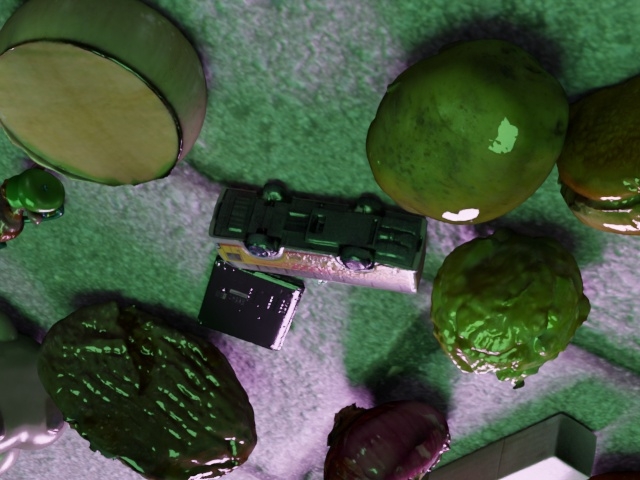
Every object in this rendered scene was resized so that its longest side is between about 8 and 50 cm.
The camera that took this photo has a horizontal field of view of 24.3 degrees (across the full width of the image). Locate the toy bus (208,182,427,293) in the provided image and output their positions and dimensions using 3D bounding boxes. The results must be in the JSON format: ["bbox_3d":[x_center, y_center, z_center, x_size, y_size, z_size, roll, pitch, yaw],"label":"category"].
[{"bbox_3d":[0.000,0.000,1.858,0.268,0.092,0.106,8,152,12],"label":"toy bus"}]

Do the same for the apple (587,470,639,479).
[{"bbox_3d":[0.466,0.453,2.145,0.272,0.206,0.251,34,137,-19],"label":"apple"}]

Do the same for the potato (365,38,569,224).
[{"bbox_3d":[0.157,-0.116,1.590,0.197,0.148,0.228,30,132,5],"label":"potato"}]

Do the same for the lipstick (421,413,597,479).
[{"bbox_3d":[0.256,0.360,2.213,0.076,0.080,0.371,33,141,-18],"label":"lipstick"}]

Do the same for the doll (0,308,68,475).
[{"bbox_3d":[-0.541,0.264,2.309,0.370,0.215,0.226,-40,76,44],"label":"doll"}]

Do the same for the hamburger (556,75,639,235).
[{"bbox_3d":[0.360,-0.082,1.548,0.283,0.157,0.144,-21,129,37],"label":"hamburger"}]

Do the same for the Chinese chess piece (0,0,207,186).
[{"bbox_3d":[-0.259,-0.175,1.723,0.257,0.104,0.257,11,142,9],"label":"Chinese chess piece"}]

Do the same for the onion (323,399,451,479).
[{"bbox_3d":[0.077,0.306,2.147,0.163,0.230,0.230,50,145,15],"label":"onion"}]

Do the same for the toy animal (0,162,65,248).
[{"bbox_3d":[-0.405,-0.030,1.987,0.103,0.100,0.208,14,140,-34],"label":"toy animal"}]

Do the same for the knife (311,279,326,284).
[{"bbox_3d":[0.021,0.036,1.955,0.027,0.010,0.096,40,136,-26],"label":"knife"}]

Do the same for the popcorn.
[{"bbox_3d":[0.239,0.082,1.800,0.198,0.198,0.212,-16,165,37],"label":"popcorn"}]

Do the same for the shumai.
[{"bbox_3d":[-0.255,0.231,2.232,0.346,0.217,0.283,26,173,-2],"label":"shumai"}]

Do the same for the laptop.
[{"bbox_3d":[-0.099,0.090,2.069,0.129,0.016,0.180,20,144,-1],"label":"laptop"}]
